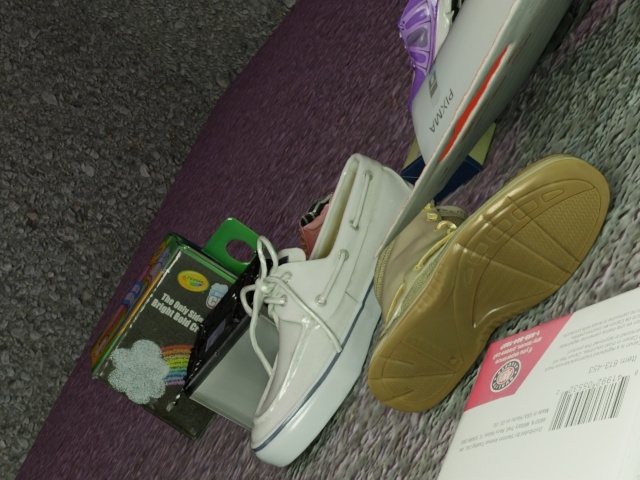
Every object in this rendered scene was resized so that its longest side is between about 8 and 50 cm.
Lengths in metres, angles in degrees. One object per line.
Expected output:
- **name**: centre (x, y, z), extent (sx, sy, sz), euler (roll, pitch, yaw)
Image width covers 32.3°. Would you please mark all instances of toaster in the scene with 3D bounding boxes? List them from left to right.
- **toaster**: centre (-0.087, 0.127, 1.372), extent (0.185, 0.110, 0.168), euler (-50, 15, 22)

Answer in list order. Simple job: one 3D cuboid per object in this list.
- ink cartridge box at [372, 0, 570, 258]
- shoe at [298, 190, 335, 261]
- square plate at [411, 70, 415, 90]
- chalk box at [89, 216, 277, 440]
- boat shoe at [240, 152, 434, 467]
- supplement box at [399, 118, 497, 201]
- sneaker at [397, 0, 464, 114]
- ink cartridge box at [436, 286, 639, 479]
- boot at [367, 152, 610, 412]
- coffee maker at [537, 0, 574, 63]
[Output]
- **ink cartridge box**: centre (0.149, -0.196, 0.956), extent (0.385, 0.091, 0.308), euler (-47, -13, -48)
- **shoe**: centre (0.000, 0.000, 1.425), extent (0.178, 0.081, 0.063), euler (-40, 21, 47)
- **square plate**: centre (0.256, -0.391, 1.520), extent (0.347, 0.049, 0.344), euler (-47, 16, 33)
- **chalk box**: centre (-0.180, 0.105, 1.597), extent (0.289, 0.180, 0.179), euler (-55, 14, -2)
- **boat shoe**: centre (-0.014, 0.053, 1.196), extent (0.367, 0.156, 0.136), euler (-61, 15, -21)
- **supplement box**: centre (0.143, -0.104, 1.233), extent (0.083, 0.056, 0.083), euler (-38, 23, 51)
- **sneaker**: centre (0.115, -0.215, 1.210), extent (0.068, 0.071, 0.169), euler (8, -90, -66)
- **ink cartridge box**: centre (0.135, 0.157, 0.583), extent (0.172, 0.100, 0.237), euler (-34, 25, 57)
- **boot**: centre (0.133, 0.003, 0.963), extent (0.262, 0.095, 0.203), euler (-54, 12, 22)
- **coffee maker**: centre (0.219, -0.264, 1.271), extent (0.178, 0.120, 0.171), euler (-88, 2, -67)
